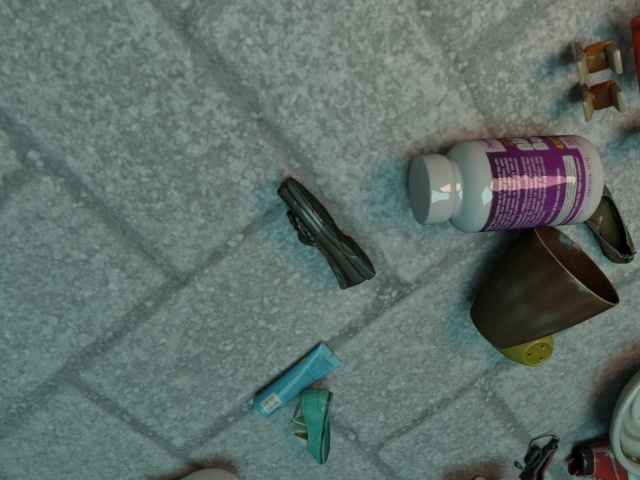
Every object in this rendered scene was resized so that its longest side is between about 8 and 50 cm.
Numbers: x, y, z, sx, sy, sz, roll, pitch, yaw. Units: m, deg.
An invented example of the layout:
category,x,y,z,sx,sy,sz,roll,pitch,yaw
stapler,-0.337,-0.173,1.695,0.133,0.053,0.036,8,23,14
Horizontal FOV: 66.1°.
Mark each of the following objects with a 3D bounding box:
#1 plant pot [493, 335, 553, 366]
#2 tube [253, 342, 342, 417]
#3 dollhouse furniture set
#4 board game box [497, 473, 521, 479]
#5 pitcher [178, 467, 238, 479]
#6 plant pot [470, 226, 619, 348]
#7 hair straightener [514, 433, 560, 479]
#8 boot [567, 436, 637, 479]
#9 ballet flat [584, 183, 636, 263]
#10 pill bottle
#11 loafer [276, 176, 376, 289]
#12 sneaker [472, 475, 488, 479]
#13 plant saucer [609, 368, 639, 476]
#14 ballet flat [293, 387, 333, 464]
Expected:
category,x,y,z,sx,sy,sz,roll,pitch,yaw
plant pot,0.461,0.225,1.098,0.134,0.095,0.134,-3,115,-6
tube,-0.054,0.312,1.091,0.207,0.052,0.080,-37,124,4
dollhouse furniture set,0.597,-0.273,0.847,0.262,0.135,0.259,-10,126,30
board game box,0.450,0.775,1.276,0.193,0.053,0.305,-15,105,-10
pitcher,-0.291,0.623,1.169,0.207,0.125,0.177,-11,137,8
plant pot,0.425,0.111,0.998,0.215,0.215,0.230,28,123,-19
hair straightener,0.573,0.612,1.322,0.089,0.047,0.230,14,112,-15
boot,0.769,0.652,1.353,0.176,0.088,0.244,-15,108,-1
ballet flat,0.589,-0.037,1.016,0.084,0.058,0.250,-37,115,8
pill bottle,0.322,-0.101,0.885,0.302,0.169,0.169,-5,115,-7
loafer,0.000,0.000,0.929,0.084,0.096,0.267,-36,117,15
sneaker,0.480,0.720,1.342,0.178,0.077,0.072,31,108,-21
plant saucer,0.888,0.412,1.238,0.401,0.100,0.400,-3,111,-9
ballet flat,-0.019,0.420,1.126,0.087,0.083,0.247,9,127,10
